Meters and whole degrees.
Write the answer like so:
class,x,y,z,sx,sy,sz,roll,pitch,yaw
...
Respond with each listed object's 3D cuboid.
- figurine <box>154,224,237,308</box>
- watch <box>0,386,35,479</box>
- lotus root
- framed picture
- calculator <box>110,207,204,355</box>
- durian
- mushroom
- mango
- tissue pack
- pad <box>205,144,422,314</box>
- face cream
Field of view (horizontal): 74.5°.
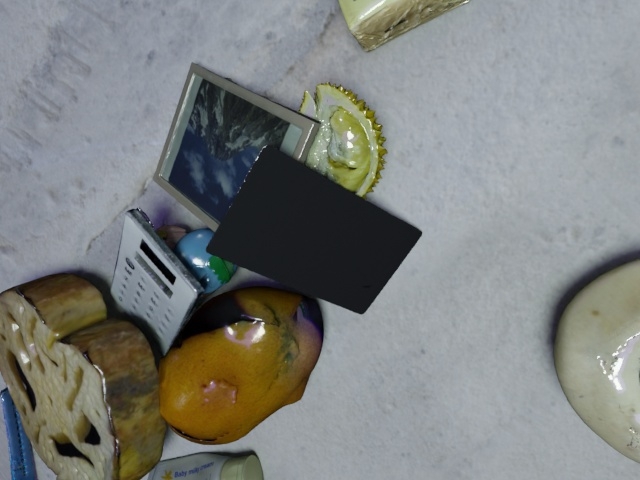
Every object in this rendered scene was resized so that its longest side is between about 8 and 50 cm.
class,x,y,z,sx,sy,sz,roll,pitch,yaw
figurine,-0.208,0.038,0.668,0.178,0.114,0.144,18,125,24
watch,-0.651,0.470,0.864,0.276,0.068,0.274,-33,83,17
lotus root,-0.425,0.254,0.719,0.390,0.111,0.375,43,117,15
framed picture,-0.139,-0.121,0.609,0.281,0.019,0.209,33,107,32
calculator,-0.261,0.076,0.652,0.161,0.021,0.261,47,137,8
durian,0.017,-0.109,0.587,0.146,0.102,0.208,45,129,7
mushroom,0.395,0.136,0.455,0.246,0.202,0.246,-1,86,17
mango,-0.122,0.184,0.622,0.287,0.152,0.201,-40,95,18
tissue pack,0.076,-0.382,0.512,0.159,0.125,0.234,-20,92,17
pad,0.000,0.000,0.567,0.265,0.009,0.159,26,106,-27
face cream,-0.213,0.423,0.717,0.224,0.114,0.070,-16,134,14
